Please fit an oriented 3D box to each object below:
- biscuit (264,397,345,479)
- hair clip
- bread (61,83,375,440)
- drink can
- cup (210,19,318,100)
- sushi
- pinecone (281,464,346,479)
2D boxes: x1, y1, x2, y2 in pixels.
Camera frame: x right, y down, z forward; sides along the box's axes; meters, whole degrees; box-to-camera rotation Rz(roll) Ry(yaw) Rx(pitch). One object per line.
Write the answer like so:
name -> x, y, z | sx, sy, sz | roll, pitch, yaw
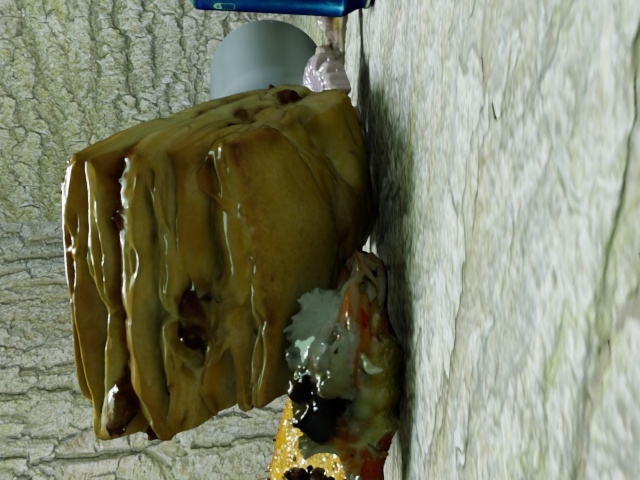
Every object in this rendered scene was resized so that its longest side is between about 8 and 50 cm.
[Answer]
biscuit -> -0.012, 0.289, 1.268 | 0.254, 0.035, 0.253 | -41, 43, 54
hair clip -> 0.015, -0.204, 1.187 | 0.173, 0.069, 0.300 | 118, 151, -78
bread -> -0.062, 0.013, 0.964 | 0.370, 0.192, 0.314 | -20, -71, -50
drink can -> -0.044, -0.303, 1.067 | 0.118, 0.205, 0.118 | -179, 90, -84
cup -> -0.080, -0.223, 1.626 | 0.312, 0.206, 0.205 | -101, 11, -61
sushi -> 0.023, 0.121, 0.855 | 0.097, 0.103, 0.225 | -51, -44, -85
pinecone -> -0.012, 0.340, 1.058 | 0.179, 0.150, 0.195 | 84, -174, -60
